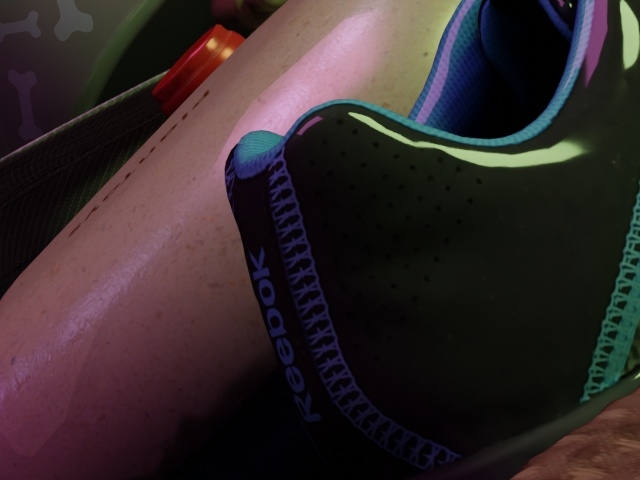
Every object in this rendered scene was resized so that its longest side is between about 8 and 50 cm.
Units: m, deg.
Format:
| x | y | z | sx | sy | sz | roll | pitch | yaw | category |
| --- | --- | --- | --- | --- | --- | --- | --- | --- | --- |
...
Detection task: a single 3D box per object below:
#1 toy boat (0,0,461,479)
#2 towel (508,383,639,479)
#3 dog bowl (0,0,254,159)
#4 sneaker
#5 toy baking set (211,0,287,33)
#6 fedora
| x | y | z | sx | sy | sz | roll | pitch | yaw | category |
| --- | --- | --- | --- | --- | --- | --- | --- | --- | --- |
| 0.000 | 0.000 | 0.720 | 0.267 | 0.148 | 0.318 | -45 | 10 | 9 | toy boat |
| 0.188 | 0.004 | 0.274 | 0.370 | 0.040 | 0.271 | -15 | 9 | 44 | towel |
| -0.080 | -0.124 | 1.246 | 0.349 | 0.102 | 0.349 | -39 | -25 | -22 | dog bowl |
| 0.119 | -0.038 | 0.549 | 0.341 | 0.140 | 0.125 | -35 | 9 | -38 | sneaker |
| 0.030 | -0.094 | 1.069 | 0.030 | 0.197 | 0.256 | -66 | 16 | -1 | toy baking set |
| -0.093 | 0.003 | 1.015 | 0.243 | 0.124 | 0.275 | -29 | 1 | -11 | fedora |
